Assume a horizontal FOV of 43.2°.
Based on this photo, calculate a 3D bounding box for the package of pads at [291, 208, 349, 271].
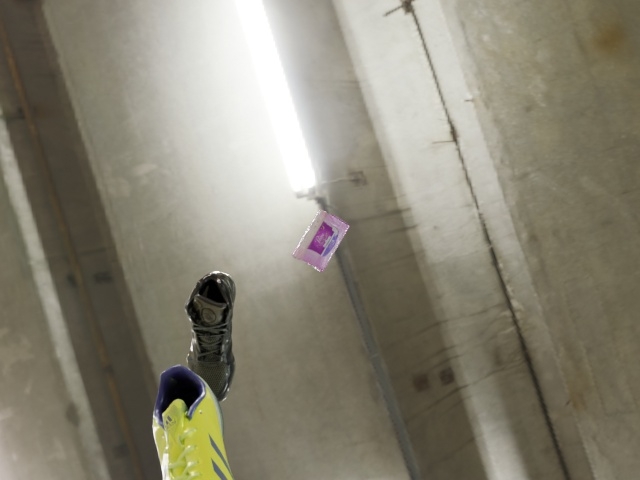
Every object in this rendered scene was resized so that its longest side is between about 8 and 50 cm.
[{"bbox_3d":[0.000,0.000,1.179,0.083,0.050,0.032,-59,-147,2],"label":"package of pads"}]

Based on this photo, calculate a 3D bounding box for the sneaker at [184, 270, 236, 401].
[{"bbox_3d":[-0.190,0.164,1.374,0.087,0.130,0.227,5,-95,4],"label":"sneaker"}]

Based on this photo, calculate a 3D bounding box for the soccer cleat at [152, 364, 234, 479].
[{"bbox_3d":[-0.146,0.245,0.896,0.289,0.093,0.121,-121,-168,-63],"label":"soccer cleat"}]
